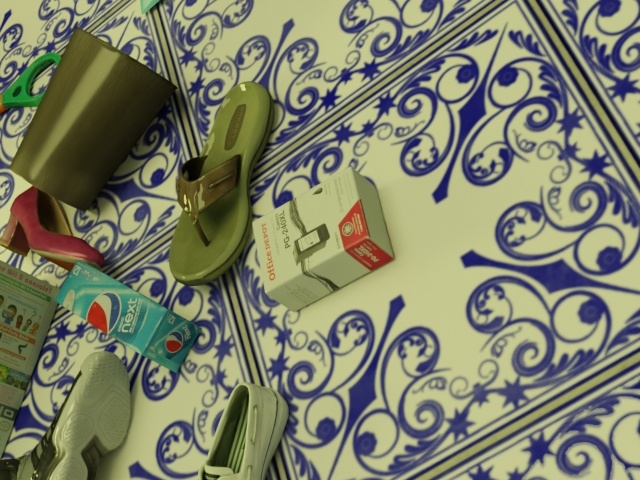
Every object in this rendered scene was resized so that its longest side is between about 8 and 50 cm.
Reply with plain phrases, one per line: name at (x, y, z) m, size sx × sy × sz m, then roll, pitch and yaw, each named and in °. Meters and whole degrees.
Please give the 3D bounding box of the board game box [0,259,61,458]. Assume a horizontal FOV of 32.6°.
board game box at (-0.511, 0.163, 1.488) m, size 0.097 × 0.224 × 0.303 m, roll 4°, pitch 68°, yaw 41°

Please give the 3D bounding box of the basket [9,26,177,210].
basket at (-0.341, -0.171, 1.596) m, size 0.204 × 0.154 × 0.227 m, roll 32°, pitch 91°, yaw 44°

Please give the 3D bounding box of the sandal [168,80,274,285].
sandal at (-0.146, -0.083, 1.436) m, size 0.120 × 0.086 × 0.303 m, roll -4°, pitch 64°, yaw 36°

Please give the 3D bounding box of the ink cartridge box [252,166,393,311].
ink cartridge box at (0.000, 0.000, 1.297) m, size 0.150 × 0.063 × 0.109 m, roll -29°, pitch 52°, yaw 21°

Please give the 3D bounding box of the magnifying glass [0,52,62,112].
magnifying glass at (-0.515, -0.245, 1.851) m, size 0.231 × 0.026 × 0.092 m, roll -22°, pitch 55°, yaw 24°

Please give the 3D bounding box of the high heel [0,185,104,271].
high heel at (-0.375, -0.022, 1.591) m, size 0.244 × 0.082 × 0.117 m, roll 10°, pitch 70°, yaw 48°

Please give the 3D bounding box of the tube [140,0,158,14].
tube at (-0.272, -0.464, 1.774) m, size 0.080 × 0.052 × 0.207 m, roll -32°, pitch 57°, yaw 32°

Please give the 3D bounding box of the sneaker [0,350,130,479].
sneaker at (-0.340, 0.265, 1.382) m, size 0.153 × 0.101 × 0.269 m, roll 1°, pitch 69°, yaw 35°

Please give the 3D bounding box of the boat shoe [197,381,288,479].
boat shoe at (-0.106, 0.267, 1.223) m, size 0.083 × 0.076 × 0.226 m, roll -2°, pitch 66°, yaw 37°

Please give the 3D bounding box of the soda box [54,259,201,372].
soda box at (-0.255, 0.096, 1.432) m, size 0.210 × 0.071 × 0.067 m, roll 22°, pitch 80°, yaw 42°
